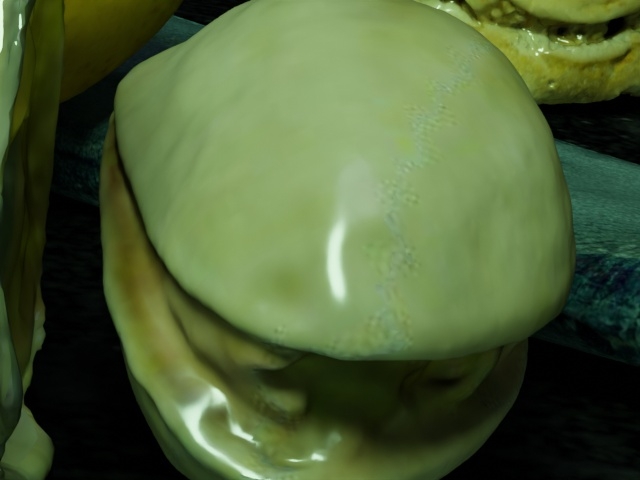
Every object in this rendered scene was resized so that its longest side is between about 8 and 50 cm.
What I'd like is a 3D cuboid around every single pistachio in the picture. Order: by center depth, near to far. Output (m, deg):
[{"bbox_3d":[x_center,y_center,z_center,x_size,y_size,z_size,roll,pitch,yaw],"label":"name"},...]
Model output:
[{"bbox_3d":[0.000,0.000,0.494,0.124,0.124,0.185,9,21,1],"label":"pistachio"}]

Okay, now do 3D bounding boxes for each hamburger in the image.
[{"bbox_3d":[0.086,-0.134,1.008,0.214,0.108,0.214,11,21,-4],"label":"hamburger"}]

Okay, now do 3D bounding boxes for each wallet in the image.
[{"bbox_3d":[0.002,-0.029,0.719,0.379,0.046,0.191,18,19,33],"label":"wallet"}]

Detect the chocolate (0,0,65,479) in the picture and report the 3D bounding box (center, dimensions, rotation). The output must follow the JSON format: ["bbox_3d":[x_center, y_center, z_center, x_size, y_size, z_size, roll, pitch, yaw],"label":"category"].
[{"bbox_3d":[-0.272,-0.045,0.449,0.445,0.162,0.162,6,17,-3],"label":"chocolate"}]

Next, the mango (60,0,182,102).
[{"bbox_3d":[-0.149,-0.125,0.607,0.290,0.191,0.160,20,-15,-42],"label":"mango"}]
